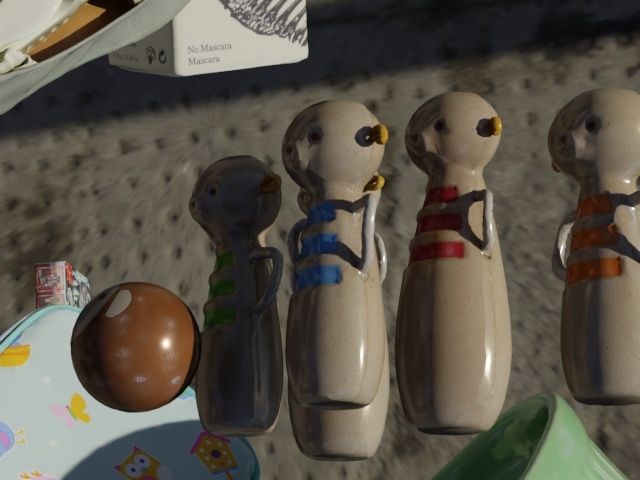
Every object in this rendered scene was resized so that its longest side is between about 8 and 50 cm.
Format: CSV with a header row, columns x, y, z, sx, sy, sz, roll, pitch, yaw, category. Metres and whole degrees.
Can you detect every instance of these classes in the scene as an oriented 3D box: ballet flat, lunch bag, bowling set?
x,y,z,sx,sy,sz,roll,pitch,yaw,category
-0.134,-0.140,1.093,0.072,0.068,0.213,46,58,7,ballet flat
-0.185,0.182,1.285,0.224,0.279,0.108,35,133,3,lunch bag
0.000,0.000,0.813,0.200,0.287,0.154,9,74,-31,bowling set

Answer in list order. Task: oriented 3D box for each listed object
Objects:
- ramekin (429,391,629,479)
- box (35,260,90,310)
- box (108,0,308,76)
x,y,z,sx,sy,sz,roll,pitch,yaw,category
0.098,0.253,1.173,0.148,0.303,0.303,41,90,-2,ramekin
-0.203,0.091,1.534,0.027,0.094,0.137,-4,80,5,box
-0.081,-0.251,1.268,0.113,0.094,0.275,-12,106,-33,box
